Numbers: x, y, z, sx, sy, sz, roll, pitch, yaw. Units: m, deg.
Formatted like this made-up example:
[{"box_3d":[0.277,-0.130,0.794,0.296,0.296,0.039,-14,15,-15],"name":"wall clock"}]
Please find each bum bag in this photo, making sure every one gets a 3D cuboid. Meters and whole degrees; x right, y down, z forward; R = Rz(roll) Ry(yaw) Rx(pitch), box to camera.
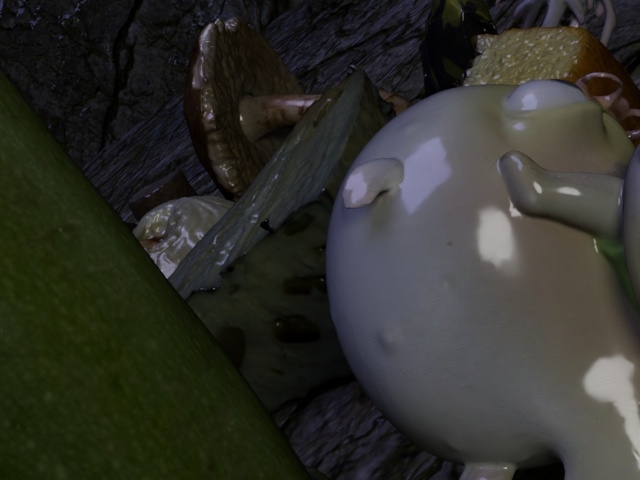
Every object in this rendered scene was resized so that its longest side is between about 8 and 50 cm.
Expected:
[{"box_3d":[0.123,-0.150,1.076,0.060,0.107,0.232,-15,-15,0],"name":"bum bag"}]

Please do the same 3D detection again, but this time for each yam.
[{"box_3d":[-0.156,-0.016,1.364,0.084,0.127,0.084,-31,20,12],"name":"yam"}]

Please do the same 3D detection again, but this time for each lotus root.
[{"box_3d":[-0.004,-0.001,1.000,0.267,0.149,0.260,-37,17,36],"name":"lotus root"}]

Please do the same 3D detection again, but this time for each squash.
[{"box_3d":[-0.194,0.103,0.726,0.263,0.384,0.263,-34,15,11],"name":"squash"}]

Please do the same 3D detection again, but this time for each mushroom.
[{"box_3d":[-0.007,-0.125,1.334,0.233,0.301,0.208,-61,-15,-46],"name":"mushroom"}]

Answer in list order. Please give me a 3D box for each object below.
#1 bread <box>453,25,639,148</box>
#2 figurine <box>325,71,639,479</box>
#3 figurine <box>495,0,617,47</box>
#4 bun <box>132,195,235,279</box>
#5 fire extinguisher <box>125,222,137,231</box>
[{"box_3d":[0.172,-0.078,0.868,0.134,0.129,0.260,-22,24,25],"name":"bread"},{"box_3d":[0.183,0.034,0.560,0.394,0.226,0.275,-11,62,35],"name":"figurine"},{"box_3d":[0.274,-0.287,1.067,0.315,0.284,0.206,-1,23,23],"name":"figurine"},{"box_3d":[-0.136,0.039,1.173,0.220,0.134,0.220,-31,22,14],"name":"bun"},{"box_3d":[-0.223,0.049,1.407,0.138,0.102,0.344,-3,23,4],"name":"fire extinguisher"}]
